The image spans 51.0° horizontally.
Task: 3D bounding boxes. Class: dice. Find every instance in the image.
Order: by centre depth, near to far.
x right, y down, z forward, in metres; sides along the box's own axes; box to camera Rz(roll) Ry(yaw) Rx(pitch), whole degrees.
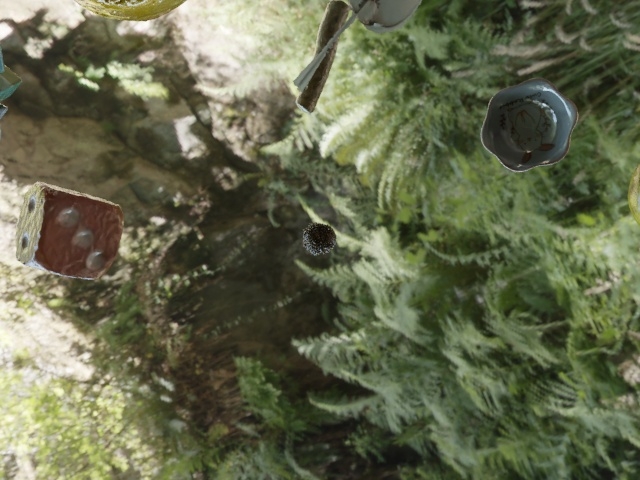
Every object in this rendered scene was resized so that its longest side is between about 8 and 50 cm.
[{"bbox_3d":[-0.535,-0.018,1.416,0.174,0.175,0.179,16,-87,-41],"label":"dice"}]

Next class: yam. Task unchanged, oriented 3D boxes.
[{"bbox_3d":[0.005,-0.484,1.779,0.066,0.299,0.066,18,-168,-4],"label":"yam"}]

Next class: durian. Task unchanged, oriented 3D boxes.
[{"bbox_3d":[0.000,0.000,1.510,0.080,0.080,0.091,42,-163,-44],"label":"durian"}]

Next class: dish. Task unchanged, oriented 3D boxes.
[{"bbox_3d":[0.513,-0.277,1.639,0.081,0.230,0.229,1,-116,-63],"label":"dish"}]

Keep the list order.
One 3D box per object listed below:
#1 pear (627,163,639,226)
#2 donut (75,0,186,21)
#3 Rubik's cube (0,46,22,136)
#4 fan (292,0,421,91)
[{"bbox_3d":[0.585,-0.071,1.098,0.162,0.149,0.148,35,-147,-32],"label":"pear"},{"bbox_3d":[-0.272,-0.437,0.900,0.277,0.278,0.108,56,-177,-19],"label":"donut"},{"bbox_3d":[-0.683,-0.263,1.216,0.265,0.224,0.212,-24,-57,-44],"label":"Rubik's cube"},{"bbox_3d":[0.080,-0.450,1.272,0.012,0.414,0.233,36,173,41],"label":"fan"}]
